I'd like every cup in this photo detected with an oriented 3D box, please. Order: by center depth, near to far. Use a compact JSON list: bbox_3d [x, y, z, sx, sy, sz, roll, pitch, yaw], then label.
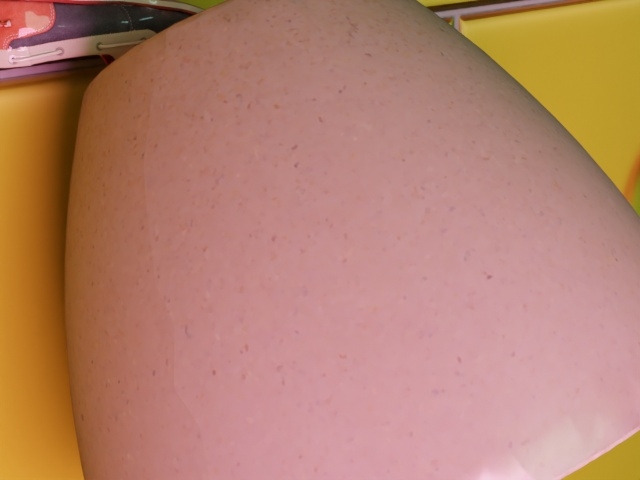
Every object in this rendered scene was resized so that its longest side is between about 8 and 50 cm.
[{"bbox_3d":[0.000,0.000,0.522,0.331,0.331,0.237,-24,92,-43],"label":"cup"}]

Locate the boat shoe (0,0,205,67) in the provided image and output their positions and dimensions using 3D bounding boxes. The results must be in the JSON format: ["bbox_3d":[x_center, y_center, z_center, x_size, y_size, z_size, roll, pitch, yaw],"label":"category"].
[{"bbox_3d":[-0.115,-0.113,0.530,0.137,0.049,0.043,-8,108,-45],"label":"boat shoe"}]
